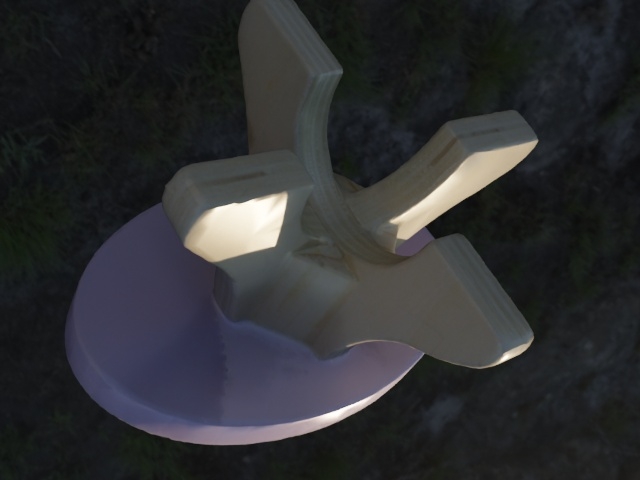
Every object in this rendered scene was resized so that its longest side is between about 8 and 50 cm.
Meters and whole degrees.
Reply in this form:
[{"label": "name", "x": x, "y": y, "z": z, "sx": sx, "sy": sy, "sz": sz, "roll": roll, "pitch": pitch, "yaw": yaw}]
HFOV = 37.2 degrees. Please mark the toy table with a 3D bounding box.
[{"label": "toy table", "x": 0.000, "y": 0.000, "z": 0.561, "sx": 0.274, "sy": 0.252, "sz": 0.161, "roll": -29, "pitch": 162, "yaw": -43}]
